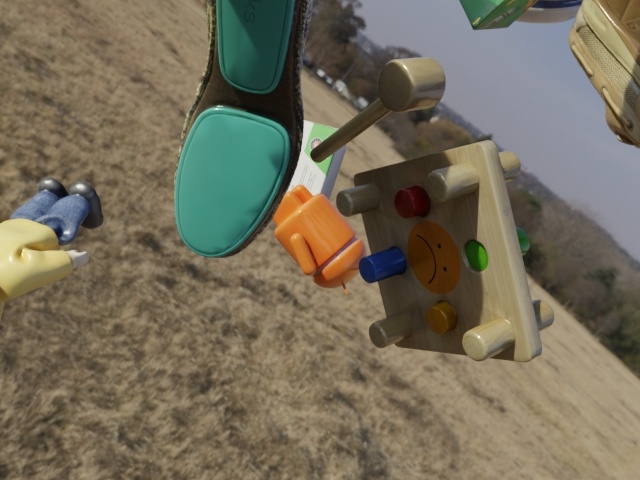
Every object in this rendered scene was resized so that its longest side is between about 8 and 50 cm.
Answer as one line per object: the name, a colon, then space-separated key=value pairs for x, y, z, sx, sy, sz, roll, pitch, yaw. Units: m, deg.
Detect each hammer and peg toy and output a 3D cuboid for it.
hammer and peg toy: x=0.132 y=-0.033 z=0.840 sx=0.266 sy=0.127 sz=0.362 roll=-8 pitch=-82 yaw=58

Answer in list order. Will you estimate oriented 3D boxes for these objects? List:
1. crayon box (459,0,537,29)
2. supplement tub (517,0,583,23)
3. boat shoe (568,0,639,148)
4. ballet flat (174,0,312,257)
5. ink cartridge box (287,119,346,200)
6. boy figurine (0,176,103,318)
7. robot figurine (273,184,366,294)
crayon box: x=0.285 y=-0.433 z=0.892 sx=0.081 sy=0.278 sz=0.166 roll=-15 pitch=77 yaw=-34
supplement tub: x=0.378 y=-0.559 z=1.116 sx=0.235 sy=0.325 sz=0.236 roll=0 pitch=42 yaw=0
boat shoe: x=0.417 y=-0.171 z=0.822 sx=0.110 sy=0.121 sz=0.341 roll=106 pitch=-29 yaw=-60
ballet flat: x=-0.084 y=-0.202 z=0.887 sx=0.163 sy=0.483 sz=0.182 roll=18 pitch=34 yaw=4
ink cartridge box: x=-0.111 y=-0.174 z=1.519 sx=0.289 sy=0.211 sz=0.121 roll=17 pitch=-6 yaw=11
boy figurine: x=-0.395 y=0.026 z=0.881 sx=0.177 sy=0.092 sz=0.285 roll=7 pitch=41 yaw=13
robot figurine: x=-0.001 y=0.001 z=1.273 sx=0.219 sy=0.128 sz=0.158 roll=49 pitch=-4 yaw=0
